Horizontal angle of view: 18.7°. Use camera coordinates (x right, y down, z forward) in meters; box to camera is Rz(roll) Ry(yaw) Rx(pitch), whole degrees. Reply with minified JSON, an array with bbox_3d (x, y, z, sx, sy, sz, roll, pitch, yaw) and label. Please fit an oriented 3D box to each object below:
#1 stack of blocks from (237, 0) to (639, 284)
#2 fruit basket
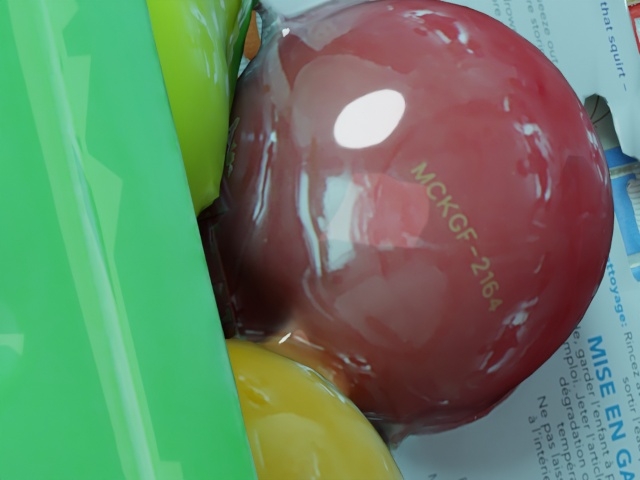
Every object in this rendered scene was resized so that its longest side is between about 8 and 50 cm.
[{"bbox_3d":[0.000,0.000,0.638,0.297,0.087,0.171,-16,88,-8],"label":"stack of blocks"},{"bbox_3d":[-0.027,0.016,0.501,0.353,0.165,0.327,-13,88,-46],"label":"fruit basket"}]
